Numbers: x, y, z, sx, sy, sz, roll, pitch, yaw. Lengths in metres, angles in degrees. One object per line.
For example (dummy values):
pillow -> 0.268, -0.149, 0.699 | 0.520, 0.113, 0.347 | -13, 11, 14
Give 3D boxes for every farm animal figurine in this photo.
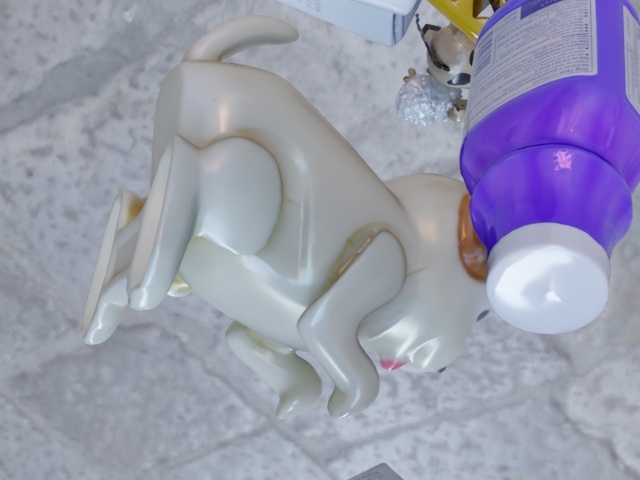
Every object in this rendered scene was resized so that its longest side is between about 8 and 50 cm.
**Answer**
farm animal figurine -> 0.301, -0.278, 1.712 | 0.326, 0.172, 0.330 | -2, 144, -14

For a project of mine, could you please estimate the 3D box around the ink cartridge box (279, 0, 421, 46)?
ink cartridge box -> -0.008, -0.272, 0.615 | 0.239, 0.275, 0.060 | 24, 168, 10

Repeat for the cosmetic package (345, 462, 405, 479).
cosmetic package -> 0.049, 0.323, 0.803 | 0.217, 0.385, 0.156 | -23, 107, -12

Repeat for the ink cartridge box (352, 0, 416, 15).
ink cartridge box -> -0.003, -0.240, 0.296 | 0.165, 0.065, 0.333 | 14, 119, -10

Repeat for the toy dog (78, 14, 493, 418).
toy dog -> 0.000, 0.000, 1.183 | 0.408, 0.395, 0.284 | 19, 151, -19

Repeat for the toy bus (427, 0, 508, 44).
toy bus -> 0.189, -0.276, 1.307 | 0.104, 0.202, 0.191 | -42, 160, 23

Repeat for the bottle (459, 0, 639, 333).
bottle -> 0.147, -0.063, 0.716 | 0.118, 0.283, 0.092 | -28, 119, 31
